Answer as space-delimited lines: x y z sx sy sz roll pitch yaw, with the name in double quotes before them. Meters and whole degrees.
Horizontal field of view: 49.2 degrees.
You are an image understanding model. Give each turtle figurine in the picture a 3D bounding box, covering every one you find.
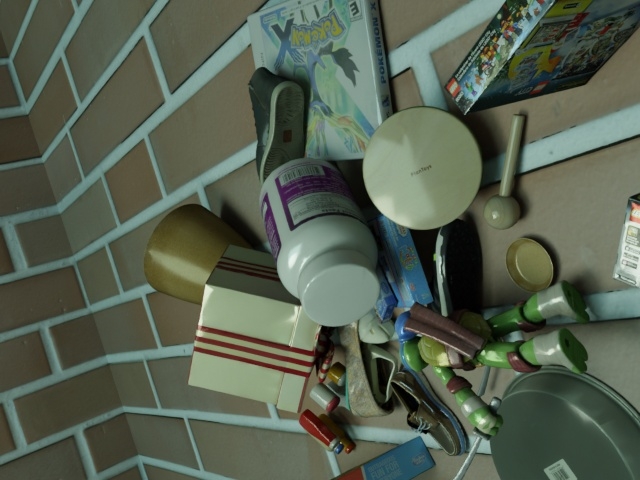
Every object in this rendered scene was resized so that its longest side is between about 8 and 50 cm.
"turtle figurine" 0.265 0.183 1.011 0.266 0.198 0.274 -27 84 38

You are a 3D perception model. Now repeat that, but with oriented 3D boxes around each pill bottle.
"pill bottle" 0.000 0.000 1.178 0.301 0.169 0.169 -110 24 -52

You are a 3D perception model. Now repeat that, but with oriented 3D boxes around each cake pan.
"cake pan" 0.368 0.333 1.041 0.293 0.054 0.293 28 127 45

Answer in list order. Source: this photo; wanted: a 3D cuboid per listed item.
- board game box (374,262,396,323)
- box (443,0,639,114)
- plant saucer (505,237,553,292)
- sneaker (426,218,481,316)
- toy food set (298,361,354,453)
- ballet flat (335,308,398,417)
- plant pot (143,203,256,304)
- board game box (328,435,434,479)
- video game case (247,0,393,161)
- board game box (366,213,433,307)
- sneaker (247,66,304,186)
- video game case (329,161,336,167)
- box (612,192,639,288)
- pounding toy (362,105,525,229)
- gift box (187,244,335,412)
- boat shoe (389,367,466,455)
"board game box" 0.101 0.089 1.219 0.090 0.020 0.090 96 154 -62
"box" 0.264 -0.225 0.770 0.044 0.233 0.159 58 143 18
"plant saucer" 0.308 0.035 1.022 0.083 0.015 0.083 29 128 45
"sneaker" 0.198 0.075 1.135 0.097 0.084 0.234 18 119 52
"toy food set" 0.032 0.375 1.491 0.105 0.111 0.232 37 133 24
"ballet flat" 0.097 0.200 1.343 0.106 0.107 0.315 4 115 33
"plant pot" -0.245 0.066 1.664 0.254 0.237 0.237 25 126 29
"board game box" 0.049 0.505 1.405 0.064 0.242 0.316 63 144 17
"video game case" -0.007 -0.292 1.269 0.329 0.036 0.299 2 105 49
"board game box" 0.118 0.037 1.208 0.211 0.039 0.160 156 96 -77
"sneaker" -0.090 -0.210 1.323 0.118 0.083 0.221 46 133 46
"video game case" -0.042 -0.127 1.435 0.227 0.026 0.206 -42 70 55
"box" 0.448 0.028 0.803 0.207 0.036 0.114 29 127 45
"pounding toy" 0.192 -0.111 1.068 0.237 0.110 0.182 6 101 23
"gift box" -0.093 0.154 1.358 0.255 0.258 0.276 -77 2 -65
"boat shoe" 0.189 0.320 1.275 0.183 0.066 0.066 53 142 26
